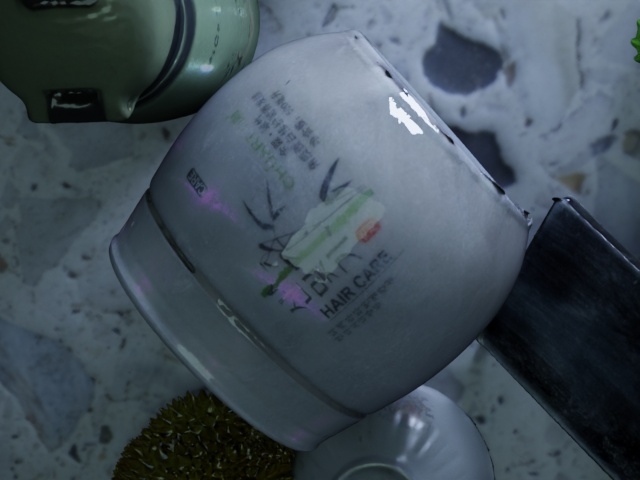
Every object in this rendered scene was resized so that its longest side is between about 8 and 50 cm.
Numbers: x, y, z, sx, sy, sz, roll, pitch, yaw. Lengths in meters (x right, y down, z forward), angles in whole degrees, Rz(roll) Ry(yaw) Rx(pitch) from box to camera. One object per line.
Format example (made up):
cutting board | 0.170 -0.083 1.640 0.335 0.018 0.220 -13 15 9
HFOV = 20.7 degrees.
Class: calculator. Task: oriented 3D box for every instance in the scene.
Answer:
calculator | 0.237 0.101 1.366 0.262 0.021 0.161 48 126 29

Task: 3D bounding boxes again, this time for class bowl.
bowl | 0.050 0.215 1.463 0.189 0.086 0.189 1 99 8

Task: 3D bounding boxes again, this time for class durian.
durian | -0.087 0.194 1.465 0.208 0.102 0.146 -41 79 13

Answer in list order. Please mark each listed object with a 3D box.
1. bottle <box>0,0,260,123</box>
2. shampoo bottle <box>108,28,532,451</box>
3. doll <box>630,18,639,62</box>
bottle | -0.149 -0.167 1.304 0.168 0.347 0.169 1 96 7
shampoo bottle | 0.000 0.000 1.341 0.266 0.273 0.273 -44 90 6
doll | 0.343 -0.164 1.388 0.190 0.050 0.115 -13 100 11
